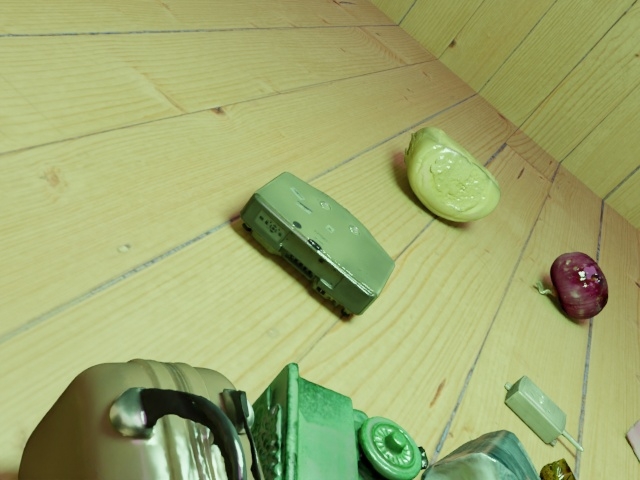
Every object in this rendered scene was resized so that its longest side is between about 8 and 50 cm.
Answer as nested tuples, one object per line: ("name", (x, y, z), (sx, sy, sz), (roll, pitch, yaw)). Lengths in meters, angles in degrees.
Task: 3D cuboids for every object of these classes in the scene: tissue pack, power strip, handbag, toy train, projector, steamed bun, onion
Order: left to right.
("handbag", (-0.120, 0.229, 0.477), (0.149, 0.283, 0.302), (12, 39, -35))
("projector", (0.000, 0.000, 1.117), (0.269, 0.088, 0.193), (40, 29, 1))
("toy train", (0.011, 0.285, 0.687), (0.202, 0.145, 0.266), (25, 33, -18))
("steamed bun", (0.326, -0.160, 1.627), (0.273, 0.166, 0.232), (35, 17, -18))
("tissue pack", (0.221, 0.346, 0.730), (0.315, 0.103, 0.228), (29, 37, -66))
("power strip", (0.418, 0.329, 1.177), (0.175, 0.042, 0.075), (44, 29, 9))
("onion", (0.663, 0.117, 1.636), (0.177, 0.153, 0.177), (38, 20, -16))

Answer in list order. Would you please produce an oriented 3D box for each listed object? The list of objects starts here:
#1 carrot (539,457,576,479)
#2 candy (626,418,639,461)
("carrot", (0.406, 0.451, 0.984), (0.069, 0.069, 0.229), (21, 34, -29))
("candy", (0.794, 0.453, 1.348), (0.265, 0.116, 0.155), (16, 36, -34))
